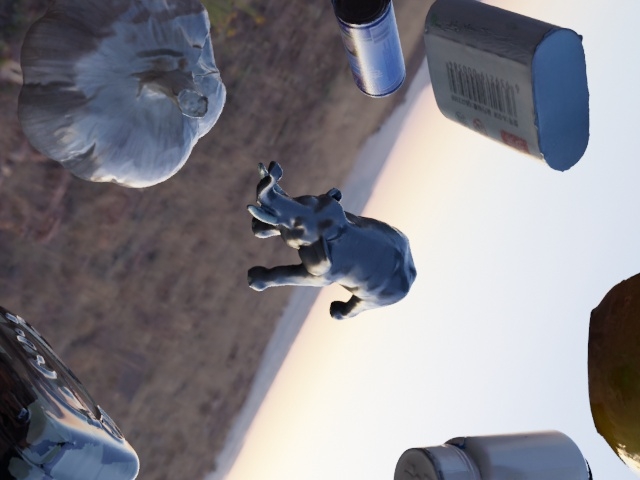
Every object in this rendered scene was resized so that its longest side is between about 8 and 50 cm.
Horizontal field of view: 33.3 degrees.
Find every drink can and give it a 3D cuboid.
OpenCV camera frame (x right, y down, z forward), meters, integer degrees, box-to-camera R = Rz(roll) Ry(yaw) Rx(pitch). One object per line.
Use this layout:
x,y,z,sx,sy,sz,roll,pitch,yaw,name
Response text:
0.084,-0.335,1.779,0.097,0.097,0.235,-62,161,-14,drink can

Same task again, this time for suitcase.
-0.405,0.235,1.392,0.194,0.351,0.339,-45,152,-4,suitcase

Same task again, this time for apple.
0.496,0.136,1.250,0.374,0.374,0.384,116,-1,-55,apple

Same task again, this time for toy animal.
-0.009,0.001,1.018,0.137,0.269,0.082,-14,-122,35,toy animal

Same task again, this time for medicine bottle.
0.242,0.345,1.515,0.143,0.258,0.143,-7,-98,60,medicine bottle

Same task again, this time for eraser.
0.220,-0.194,1.280,0.227,0.081,0.174,40,-33,56,eraser

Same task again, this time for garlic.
-0.167,-0.154,1.016,0.212,0.218,0.218,12,-109,54,garlic
